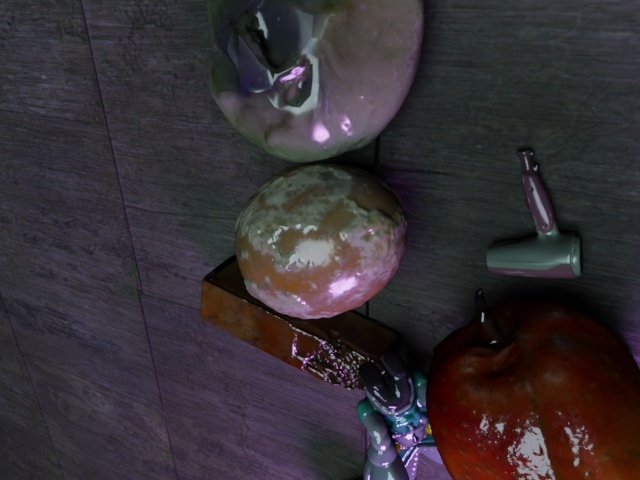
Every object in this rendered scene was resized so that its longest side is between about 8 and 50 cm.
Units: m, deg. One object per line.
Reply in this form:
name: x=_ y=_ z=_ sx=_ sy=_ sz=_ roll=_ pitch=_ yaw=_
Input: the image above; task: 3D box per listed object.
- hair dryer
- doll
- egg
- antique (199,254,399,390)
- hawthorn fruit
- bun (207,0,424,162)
hair dryer: x=0.248 y=-0.031 z=0.606 sx=0.106 sy=0.054 sz=0.154 roll=0 pitch=104 yaw=34
doll: x=0.118 y=0.282 z=0.735 sx=0.258 sy=0.153 sz=0.195 roll=34 pitch=107 yaw=-34
egg: x=0.000 y=0.000 z=0.658 sx=0.245 sy=0.203 sz=0.203 roll=-13 pitch=107 yaw=43
antique: x=-0.037 y=0.132 z=0.812 sx=0.309 sy=0.093 sz=0.087 roll=24 pitch=124 yaw=16
hawthorn fruit: x=0.234 y=0.177 z=0.578 sx=0.254 sy=0.254 sz=0.300 roll=-12 pitch=119 yaw=33
bun: x=-0.018 y=-0.216 z=0.583 sx=0.272 sy=0.168 sz=0.273 roll=8 pitch=110 yaw=23
